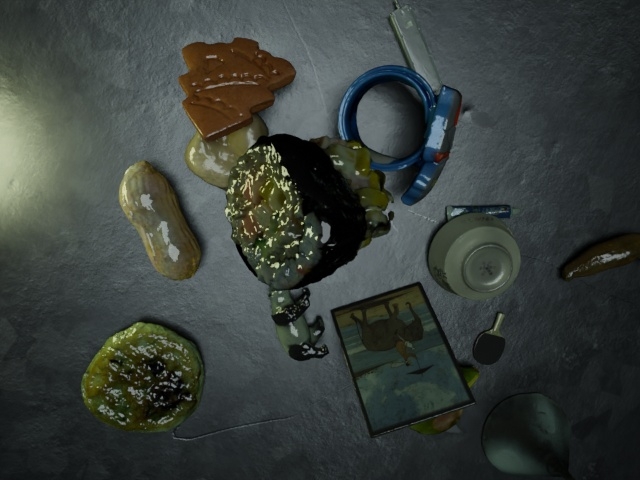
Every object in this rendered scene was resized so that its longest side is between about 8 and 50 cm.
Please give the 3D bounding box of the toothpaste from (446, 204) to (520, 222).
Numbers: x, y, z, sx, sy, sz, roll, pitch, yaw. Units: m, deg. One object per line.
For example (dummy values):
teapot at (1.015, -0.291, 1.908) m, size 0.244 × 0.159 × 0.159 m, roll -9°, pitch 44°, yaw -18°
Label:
toothpaste at (0.435, -0.071, 1.314) m, size 0.198 × 0.035 × 0.057 m, roll -4°, pitch 83°, yaw -2°

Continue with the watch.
watch at (0.180, -0.253, 1.194) m, size 0.275 × 0.241 × 0.305 m, roll 17°, pitch 104°, yaw 9°

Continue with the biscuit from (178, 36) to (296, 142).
biscuit at (-0.212, -0.355, 1.138) m, size 0.284 × 0.043 × 0.306 m, roll 12°, pitch 64°, yaw 4°

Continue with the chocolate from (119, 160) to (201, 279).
chocolate at (-0.395, -0.042, 1.208) m, size 0.134 × 0.134 × 0.309 m, roll -21°, pitch 100°, yaw -1°

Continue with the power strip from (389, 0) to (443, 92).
power strip at (0.236, -0.487, 1.240) m, size 0.060 × 0.027 × 0.252 m, roll -25°, pitch 99°, yaw 1°

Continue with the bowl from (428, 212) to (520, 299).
bowl at (0.408, 0.053, 1.269) m, size 0.238 × 0.126 × 0.237 m, roll -1°, pitch 105°, yaw -3°

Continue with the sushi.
sushi at (-0.018, -0.064, 1.100) m, size 0.327 × 0.285 × 0.328 m, roll 52°, pitch 133°, yaw 24°

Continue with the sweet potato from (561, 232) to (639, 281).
sweet potato at (0.797, 0.048, 1.331) m, size 0.286 × 0.085 × 0.112 m, roll -19°, pitch 104°, yaw -1°

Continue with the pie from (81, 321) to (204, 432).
pie at (-0.456, 0.371, 1.295) m, size 0.324 × 0.070 × 0.322 m, roll -1°, pitch 100°, yaw -5°

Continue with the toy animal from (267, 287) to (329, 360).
toy animal at (-0.065, 0.206, 1.292) m, size 0.121 × 0.094 × 0.225 m, roll -19°, pitch 100°, yaw 8°

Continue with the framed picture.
framed picture at (0.196, 0.287, 1.241) m, size 0.265 × 0.016 × 0.346 m, roll -17°, pitch 56°, yaw -1°

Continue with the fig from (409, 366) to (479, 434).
fig at (0.313, 0.389, 1.315) m, size 0.275 × 0.206 × 0.205 m, roll -13°, pitch 100°, yaw -33°

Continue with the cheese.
cheese at (-0.224, -0.221, 1.202) m, size 0.218 × 0.117 × 0.235 m, roll -24°, pitch 96°, yaw 1°

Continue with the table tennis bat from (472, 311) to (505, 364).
table tennis bat at (0.480, 0.275, 1.377) m, size 0.087 × 0.013 × 0.156 m, roll 17°, pitch 97°, yaw -6°

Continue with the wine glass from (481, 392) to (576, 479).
wine glass at (0.615, 0.584, 1.238) m, size 0.268 × 0.406 × 0.266 m, roll -1°, pitch 96°, yaw -6°
